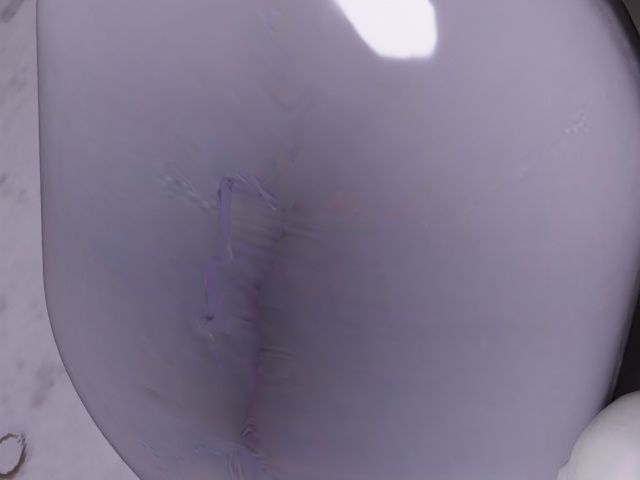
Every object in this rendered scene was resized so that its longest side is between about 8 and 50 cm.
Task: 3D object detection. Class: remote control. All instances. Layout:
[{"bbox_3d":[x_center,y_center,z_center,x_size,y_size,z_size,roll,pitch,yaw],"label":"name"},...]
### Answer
[{"bbox_3d":[0.000,0.000,0.644,0.221,0.332,0.103,22,46,17],"label":"remote control"}]

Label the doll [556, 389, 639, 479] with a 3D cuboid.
[{"bbox_3d":[0.155,0.107,0.575,0.180,0.107,0.110,11,107,43],"label":"doll"}]

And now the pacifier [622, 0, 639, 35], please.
[{"bbox_3d":[0.082,-0.113,0.710,0.287,0.238,0.226,-40,81,41],"label":"pacifier"}]
